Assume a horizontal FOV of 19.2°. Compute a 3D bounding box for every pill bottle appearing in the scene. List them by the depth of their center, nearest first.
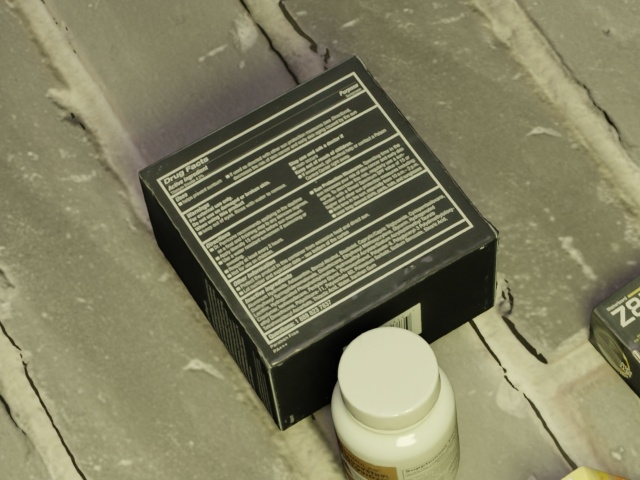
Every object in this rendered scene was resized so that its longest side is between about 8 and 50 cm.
[{"bbox_3d":[0.078,0.187,1.998,0.131,0.229,0.131,-3,60,5],"label":"pill bottle"}]

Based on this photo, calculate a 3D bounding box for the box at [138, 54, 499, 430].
[{"bbox_3d":[0.000,0.000,2.137,0.296,0.183,0.294,-29,63,-12],"label":"box"}]

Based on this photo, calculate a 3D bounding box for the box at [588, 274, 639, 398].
[{"bbox_3d":[0.544,0.096,2.080,0.395,0.097,0.318,-34,65,-13],"label":"box"}]

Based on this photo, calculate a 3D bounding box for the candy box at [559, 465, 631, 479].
[{"bbox_3d":[0.336,0.387,1.881,0.087,0.183,0.316,-37,59,22],"label":"candy box"}]
